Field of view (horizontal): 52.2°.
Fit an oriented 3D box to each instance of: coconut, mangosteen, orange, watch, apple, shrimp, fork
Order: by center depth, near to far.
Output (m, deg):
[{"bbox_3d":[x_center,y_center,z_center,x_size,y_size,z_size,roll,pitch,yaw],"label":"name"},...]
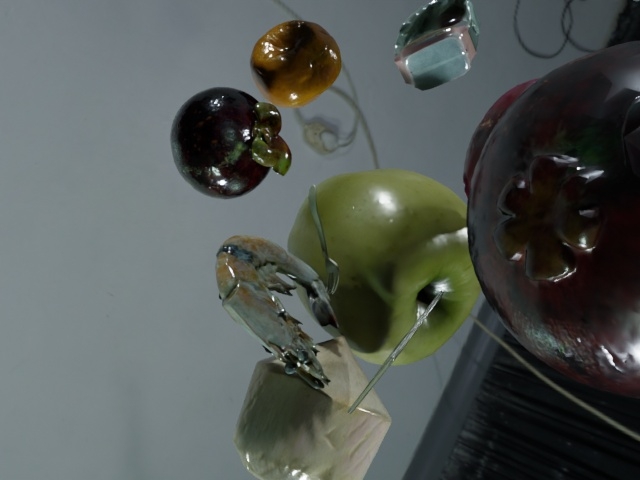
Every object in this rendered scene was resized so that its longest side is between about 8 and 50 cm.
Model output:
[{"bbox_3d":[0.274,-0.020,0.540,0.311,0.311,0.311,-2,95,-28],"label":"mangosteen"},{"bbox_3d":[-0.067,0.124,1.251,0.247,0.085,0.360,-7,53,-43],"label":"shrimp"},{"bbox_3d":[0.005,-0.002,1.268,0.028,0.034,0.219,-20,109,-30],"label":"fork"},{"bbox_3d":[-0.016,0.342,1.310,0.329,0.329,0.329,-2,95,-28],"label":"coconut"},{"bbox_3d":[0.146,0.047,1.528,0.474,0.473,0.473,-2,95,-28],"label":"apple"},{"bbox_3d":[-0.220,-0.237,1.586,0.288,0.288,0.288,-2,95,-28],"label":"mangosteen"},{"bbox_3d":[-0.061,-0.456,1.757,0.249,0.249,0.183,-52,148,-15],"label":"orange"},{"bbox_3d":[0.329,-0.584,1.867,0.162,0.253,0.241,51,25,-49],"label":"watch"}]

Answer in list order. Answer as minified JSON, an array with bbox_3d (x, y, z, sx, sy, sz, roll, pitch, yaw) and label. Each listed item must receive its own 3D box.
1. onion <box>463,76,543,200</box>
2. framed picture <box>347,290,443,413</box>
[{"bbox_3d":[0.411,-0.104,1.193,0.348,0.385,0.347,1,82,-6],"label":"onion"},{"bbox_3d":[0.127,0.196,1.124,0.010,0.231,0.173,37,51,10],"label":"framed picture"}]
